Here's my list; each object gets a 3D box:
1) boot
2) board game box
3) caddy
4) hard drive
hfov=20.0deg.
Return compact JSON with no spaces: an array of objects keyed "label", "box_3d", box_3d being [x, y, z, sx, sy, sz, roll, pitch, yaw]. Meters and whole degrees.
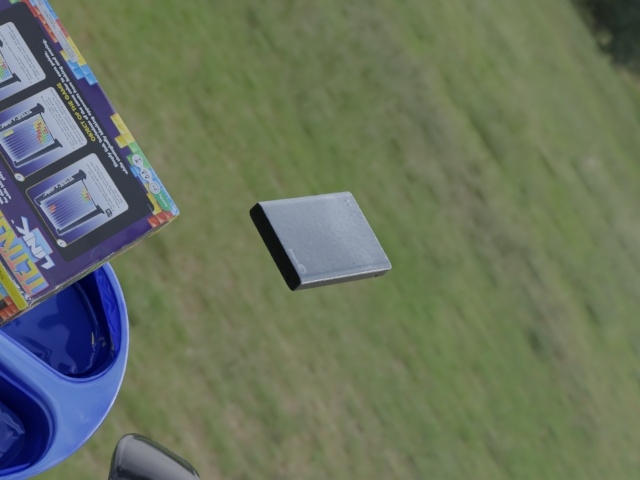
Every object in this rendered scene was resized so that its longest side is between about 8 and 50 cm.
[{"label":"boot","box_3d":[-0.222,0.326,1.775,0.091,0.229,0.263,31,20,-4]},{"label":"board game box","box_3d":[-0.183,-0.052,1.079,0.141,0.048,0.170,-34,93,-45]},{"label":"caddy","box_3d":[-0.321,0.054,1.499,0.341,0.241,0.179,36,-14,-2]},{"label":"hard drive","box_3d":[0.000,0.000,1.788,0.135,0.022,0.094,-9,64,-47]}]
